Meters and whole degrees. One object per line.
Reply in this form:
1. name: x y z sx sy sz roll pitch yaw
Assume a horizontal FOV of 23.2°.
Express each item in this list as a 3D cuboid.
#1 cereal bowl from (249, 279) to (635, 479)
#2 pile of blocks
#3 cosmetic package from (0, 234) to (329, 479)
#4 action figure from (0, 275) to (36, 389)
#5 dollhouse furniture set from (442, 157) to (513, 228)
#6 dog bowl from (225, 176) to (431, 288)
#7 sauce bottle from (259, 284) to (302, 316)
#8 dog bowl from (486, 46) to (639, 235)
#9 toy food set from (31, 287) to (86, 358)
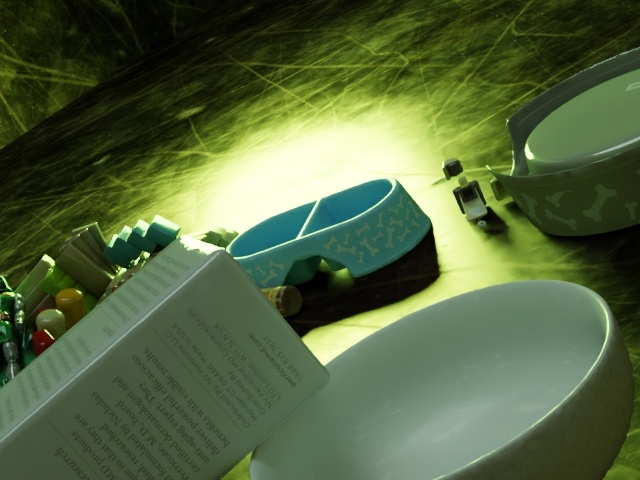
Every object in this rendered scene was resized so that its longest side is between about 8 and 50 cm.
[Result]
1. cereal bowl: 0.118 0.180 1.342 0.339 0.141 0.339 -24 19 9
2. pile of blocks: -0.296 0.053 2.249 0.362 0.149 0.112 -21 19 17
3. cosmetic package: -0.229 0.202 1.422 0.453 0.161 0.230 -40 11 -8
4. action figure: -0.459 0.139 2.229 0.137 0.063 0.232 -11 46 -3
5. dollhouse furniture set: 0.226 -0.069 1.980 0.114 0.091 0.081 -23 34 5
6. dog bowl: 0.000 0.000 2.099 0.297 0.074 0.166 -20 20 23
7. sauce bottle: -0.079 0.083 2.039 0.128 0.042 0.042 -11 24 46
8. dog bowl: 0.373 -0.126 1.871 0.349 0.102 0.349 -24 19 9
9. toy food set: -0.323 0.165 2.125 0.111 0.104 0.232 -21 32 -26
